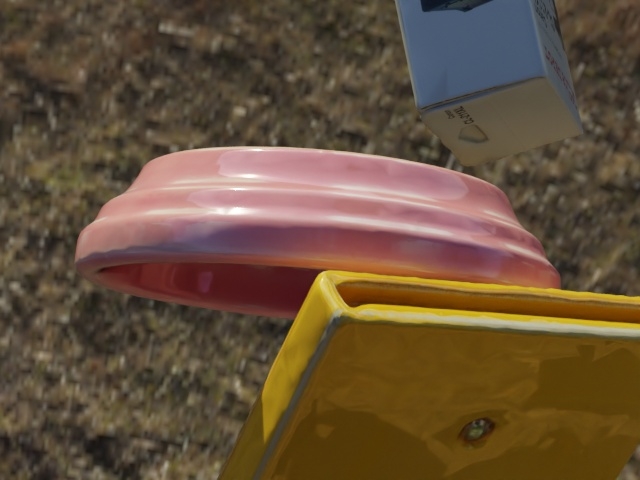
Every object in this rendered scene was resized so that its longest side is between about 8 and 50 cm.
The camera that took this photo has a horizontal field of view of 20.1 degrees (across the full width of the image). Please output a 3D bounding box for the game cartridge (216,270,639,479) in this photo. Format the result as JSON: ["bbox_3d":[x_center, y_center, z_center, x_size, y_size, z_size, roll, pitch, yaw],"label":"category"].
[{"bbox_3d":[0.057,0.164,1.157,0.285,0.324,0.053,6,37,-33],"label":"game cartridge"}]

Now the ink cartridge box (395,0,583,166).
[{"bbox_3d":[0.086,-0.143,0.994,0.072,0.127,0.175,-14,76,14],"label":"ink cartridge box"}]

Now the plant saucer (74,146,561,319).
[{"bbox_3d":[0.000,0.000,1.238,0.332,0.332,0.084,6,81,-9],"label":"plant saucer"}]
